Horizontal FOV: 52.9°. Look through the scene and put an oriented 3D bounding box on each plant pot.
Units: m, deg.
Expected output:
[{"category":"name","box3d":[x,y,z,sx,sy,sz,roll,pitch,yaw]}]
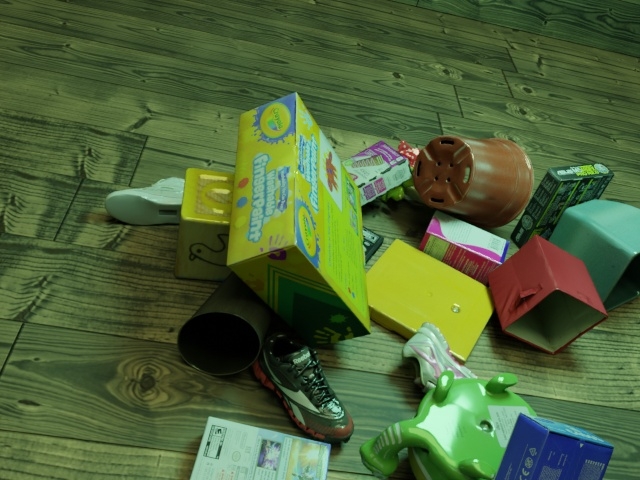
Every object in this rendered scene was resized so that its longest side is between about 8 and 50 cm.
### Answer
[{"category":"plant pot","box3d":[0.799,0.021,1.817,0.247,0.248,0.252,-15,48,-31]},{"category":"plant pot","box3d":[0.417,-0.179,1.824,0.265,0.272,0.272,5,38,-45]}]

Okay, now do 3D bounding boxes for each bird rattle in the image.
[{"category":"bird rattle","box3d":[0.291,-0.185,1.998,0.206,0.143,0.253,33,29,1]}]

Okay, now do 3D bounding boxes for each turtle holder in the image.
[{"category":"turtle holder","box3d":[0.264,0.409,1.223,0.320,0.228,0.243,-20,54,-33]}]

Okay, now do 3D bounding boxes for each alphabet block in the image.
[{"category":"alphabet block","box3d":[-0.248,-0.035,1.560,0.192,0.197,0.194,5,43,-13]}]

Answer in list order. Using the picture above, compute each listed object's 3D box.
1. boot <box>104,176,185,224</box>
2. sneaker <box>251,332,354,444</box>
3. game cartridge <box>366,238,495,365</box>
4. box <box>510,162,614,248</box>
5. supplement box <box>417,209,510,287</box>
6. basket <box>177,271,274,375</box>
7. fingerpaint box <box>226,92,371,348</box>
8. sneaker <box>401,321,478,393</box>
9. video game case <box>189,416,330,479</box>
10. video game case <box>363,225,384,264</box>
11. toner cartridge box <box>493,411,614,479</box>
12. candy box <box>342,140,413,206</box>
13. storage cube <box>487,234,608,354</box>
[{"category":"boot","box3d":[-0.429,-0.109,1.675,0.258,0.095,0.123,6,36,-24]},{"category":"sneaker","box3d":[-0.032,0.295,1.320,0.097,0.135,0.276,-26,58,-40]},{"category":"game cartridge","box3d":[0.269,0.152,1.646,0.323,0.053,0.285,29,43,17]},{"category":"box","box3d":[0.709,-0.100,1.895,0.216,0.270,0.060,-8,46,-24]},{"category":"supplement box","box3d":[0.388,0.026,1.771,0.220,0.114,0.111,26,43,8]},{"category":"basket","box3d":[-0.181,0.158,1.404,0.154,0.204,0.227,54,30,-15]},{"category":"fingerpaint box","box3d":[-0.041,-0.042,1.459,0.163,0.371,0.445,-18,49,19]},{"category":"sneaker","box3d":[0.271,0.313,1.437,0.111,0.103,0.252,-32,66,-13]},{"category":"video game case","box3d":[-0.119,0.470,1.153,0.244,0.061,0.270,13,41,-2]},{"category":"video game case","box3d":[0.000,0.000,1.729,0.274,0.035,0.248,30,43,13]},{"category":"toner cartridge box","box3d":[0.354,0.478,1.082,0.165,0.348,0.075,20,1,-27]},{"category":"candy box","box3d":[0.123,-0.182,1.840,0.233,0.071,0.159,-31,36,-8]},{"category":"storage cube","box3d":[0.563,0.136,1.616,0.214,0.184,0.193,26,37,-22]}]
